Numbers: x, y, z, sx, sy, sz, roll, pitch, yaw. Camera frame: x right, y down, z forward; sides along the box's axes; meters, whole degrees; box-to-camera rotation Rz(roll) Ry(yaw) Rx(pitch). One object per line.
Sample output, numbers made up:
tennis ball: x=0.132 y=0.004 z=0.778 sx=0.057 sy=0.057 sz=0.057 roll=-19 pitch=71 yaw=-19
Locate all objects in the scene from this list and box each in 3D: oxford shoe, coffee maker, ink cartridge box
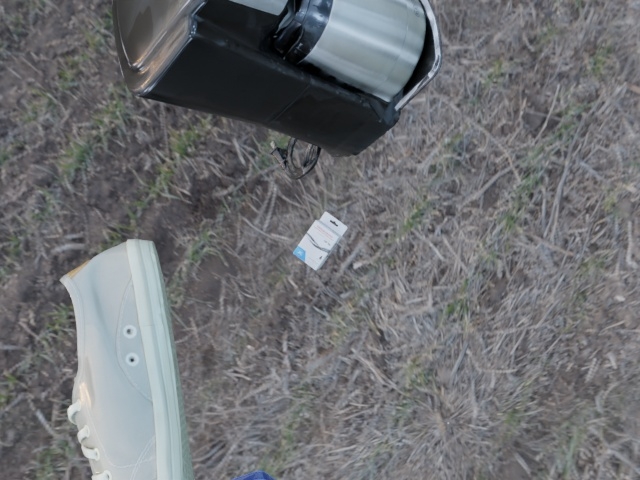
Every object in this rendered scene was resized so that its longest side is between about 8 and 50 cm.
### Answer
oxford shoe: x=-0.221 y=0.221 z=0.849 sx=0.130 sy=0.169 sz=0.449 roll=-10 pitch=79 yaw=-11
coffee maker: x=-0.037 y=-0.117 z=0.470 sx=0.120 sy=0.178 sz=0.171 roll=51 pitch=120 yaw=43
ink cartridge box: x=0.000 y=0.000 z=1.168 sx=0.048 sy=0.028 sz=0.083 roll=36 pitch=101 yaw=9

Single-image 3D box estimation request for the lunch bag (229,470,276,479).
lunch bag: x=-0.089 y=0.372 z=1.041 sx=0.067 sy=0.098 sz=0.065 roll=-18 pitch=51 yaw=10
